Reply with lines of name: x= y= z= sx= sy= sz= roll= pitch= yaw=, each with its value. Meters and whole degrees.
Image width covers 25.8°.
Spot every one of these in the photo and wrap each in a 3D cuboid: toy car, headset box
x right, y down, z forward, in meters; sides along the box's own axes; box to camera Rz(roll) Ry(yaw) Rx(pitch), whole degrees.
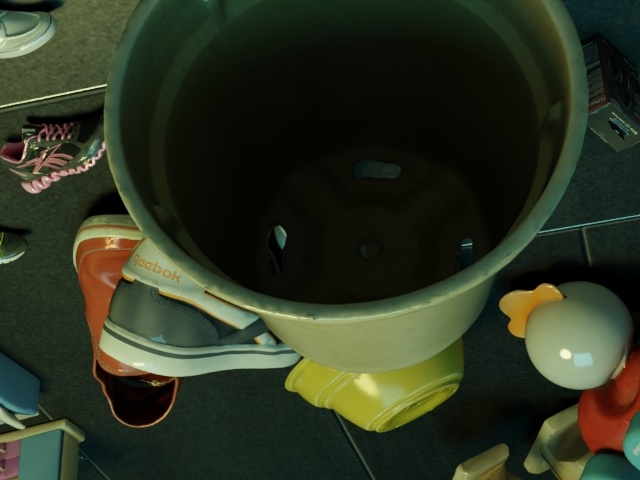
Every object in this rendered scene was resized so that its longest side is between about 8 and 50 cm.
toy car: x=0.289 y=0.126 z=1.472 sx=0.238 sy=0.219 sz=0.210 roll=31 pitch=143 yaw=3
headset box: x=0.240 y=-0.119 z=1.160 sx=0.032 sy=0.083 sz=0.062 roll=-27 pitch=137 yaw=33

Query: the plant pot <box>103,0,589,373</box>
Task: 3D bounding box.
plant pot: x=0.031 y=-0.045 z=1.094 sx=0.334 sy=0.333 sz=0.305 roll=-5 pitch=157 yaw=5

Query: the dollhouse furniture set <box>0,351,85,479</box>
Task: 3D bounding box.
dollhouse furniture set: x=-0.454 y=0.272 z=1.598 sx=0.286 sy=0.198 sz=0.303 roll=-16 pitch=143 yaw=19

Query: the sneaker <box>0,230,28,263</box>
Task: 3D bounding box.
sneaker: x=-0.326 y=0.001 z=1.353 sx=0.083 sy=0.031 sz=0.035 roll=1 pitch=145 yaw=-5

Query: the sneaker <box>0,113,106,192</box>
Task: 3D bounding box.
sneaker: x=-0.234 y=-0.085 z=1.228 sx=0.119 sy=0.047 sz=0.057 roll=-25 pitch=128 yaw=28

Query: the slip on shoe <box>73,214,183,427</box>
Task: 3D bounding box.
slip on shoe: x=-0.186 y=0.085 z=1.424 sx=0.123 sy=0.101 sz=0.331 roll=2 pitch=144 yaw=-3

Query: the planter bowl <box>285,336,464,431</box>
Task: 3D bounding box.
planter bowl: x=0.080 y=0.135 z=1.437 sx=0.217 sy=0.090 sz=0.217 roll=-27 pitch=163 yaw=-9

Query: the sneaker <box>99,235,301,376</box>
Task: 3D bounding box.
sneaker: x=-0.083 y=0.050 z=1.329 sx=0.126 sy=0.127 sz=0.321 roll=20 pitch=-173 yaw=20

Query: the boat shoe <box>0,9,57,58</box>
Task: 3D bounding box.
boat shoe: x=-0.259 y=-0.167 z=1.110 sx=0.100 sy=0.035 sz=0.035 roll=-7 pitch=149 yaw=19

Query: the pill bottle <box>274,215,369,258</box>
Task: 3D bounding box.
pill bottle: x=0.000 y=0.000 z=1.327 sx=0.078 sy=0.078 sz=0.137 roll=-8 pitch=146 yaw=9

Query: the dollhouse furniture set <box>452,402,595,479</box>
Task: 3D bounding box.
dollhouse furniture set: x=0.393 y=0.396 z=1.705 sx=0.394 sy=0.362 sz=0.256 roll=-24 pitch=150 yaw=-22
